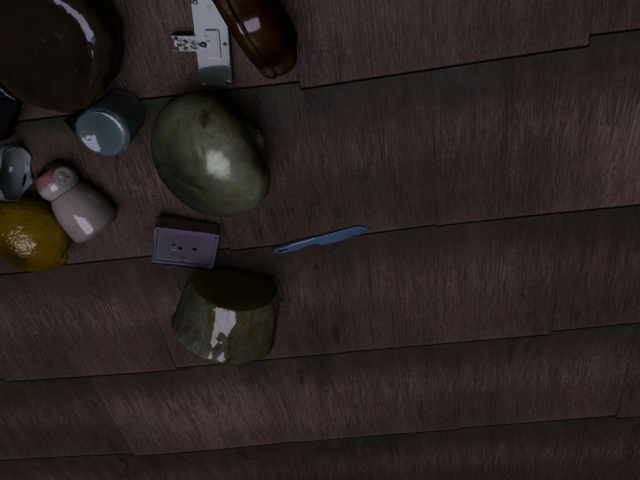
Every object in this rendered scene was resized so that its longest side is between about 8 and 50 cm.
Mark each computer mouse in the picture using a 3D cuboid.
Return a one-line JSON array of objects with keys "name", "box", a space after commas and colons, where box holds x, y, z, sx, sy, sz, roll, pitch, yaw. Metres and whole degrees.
[{"name": "computer mouse", "box": [-0.876, -0.346, 1.432, 0.170, 0.100, 0.269, 35, 139, -18]}]

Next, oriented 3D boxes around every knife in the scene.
[{"name": "knife", "box": [0.000, 0.000, 1.740, 0.313, 0.019, 0.044, -15, 130, 11]}]

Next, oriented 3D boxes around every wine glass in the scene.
[{"name": "wine glass", "box": [-0.935, -0.202, 1.552, 0.197, 0.165, 0.164, 10, 124, 5]}]

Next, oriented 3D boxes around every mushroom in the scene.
[{"name": "mushroom", "box": [-0.279, -0.222, 1.442, 0.352, 0.260, 0.352, 33, 151, 21]}]

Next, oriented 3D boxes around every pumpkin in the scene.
[{"name": "pumpkin", "box": [-0.274, 0.209, 1.729, 0.332, 0.332, 0.199, 18, 111, -11]}]

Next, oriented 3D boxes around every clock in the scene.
[{"name": "clock", "box": [-0.415, 0.008, 1.705, 0.192, 0.071, 0.147, 6, 125, -16]}]

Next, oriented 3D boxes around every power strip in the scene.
[{"name": "power strip", "box": [-0.296, -0.492, 1.383, 0.145, 0.061, 0.215, 0, 124, 0]}]

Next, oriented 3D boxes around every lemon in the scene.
[{"name": "lemon", "box": [-0.856, -0.017, 1.640, 0.204, 0.204, 0.260, -29, 119, 20]}]

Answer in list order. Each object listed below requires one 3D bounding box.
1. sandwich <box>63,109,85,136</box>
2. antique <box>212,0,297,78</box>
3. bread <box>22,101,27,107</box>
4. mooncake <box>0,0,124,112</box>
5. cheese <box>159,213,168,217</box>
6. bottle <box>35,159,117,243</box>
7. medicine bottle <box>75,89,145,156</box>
[{"name": "sandwich", "box": [-0.664, -0.291, 1.498, 0.074, 0.116, 0.074, -24, 120, 16]}, {"name": "antique", "box": [-0.147, -0.507, 1.267, 0.129, 0.223, 0.278, -26, 130, 12]}, {"name": "bread", "box": [-0.820, -0.403, 1.466, 0.106, 0.053, 0.072, 15, 147, -6]}, {"name": "mooncake", "box": [-0.634, -0.484, 1.325, 0.324, 0.187, 0.324, 2, 126, 2]}, {"name": "cheese", "box": [-0.461, -0.036, 1.727, 0.047, 0.017, 0.111, -26, 120, 15]}, {"name": "bottle", "box": [-0.719, -0.121, 1.606, 0.148, 0.147, 0.236, -27, 112, 19]}, {"name": "medicine bottle", "box": [-0.542, -0.310, 1.450, 0.135, 0.168, 0.135, 0, 125, 0]}]
